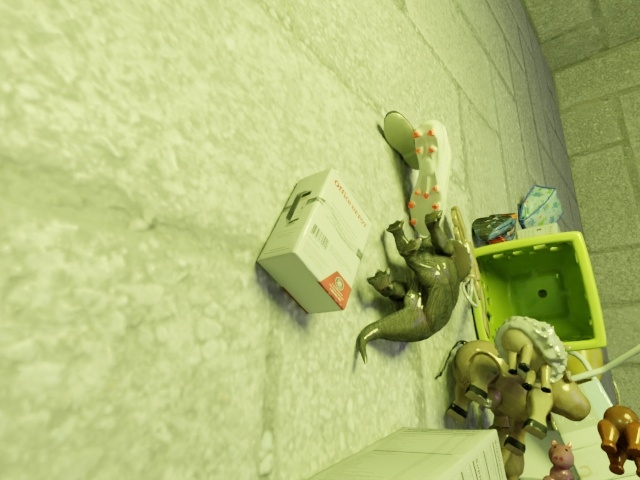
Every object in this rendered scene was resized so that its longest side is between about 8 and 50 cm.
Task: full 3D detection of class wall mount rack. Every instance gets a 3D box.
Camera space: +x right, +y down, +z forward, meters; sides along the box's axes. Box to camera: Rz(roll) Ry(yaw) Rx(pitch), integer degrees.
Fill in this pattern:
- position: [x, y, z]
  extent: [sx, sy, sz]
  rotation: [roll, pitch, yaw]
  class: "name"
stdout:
- position: [0.555, 0.331, 0.825]
  extent: [0.130, 0.304, 0.350]
  rotation: [44, 27, -44]
  class: "wall mount rack"

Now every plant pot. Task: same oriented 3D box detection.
- position: [0.466, 0.120, 0.951]
  extent: [0.207, 0.228, 0.227]
  rotation: [13, 68, -57]
  class: "plant pot"
- position: [0.836, 0.407, 1.400]
  extent: [0.134, 0.134, 0.095]
  rotation: [44, 37, -36]
  class: "plant pot"

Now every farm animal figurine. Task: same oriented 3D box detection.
- position: [0.350, 0.284, 0.748]
  extent: [0.326, 0.330, 0.172]
  rotation: [40, 45, 1]
  class: "farm animal figurine"

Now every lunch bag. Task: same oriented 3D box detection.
- position: [0.719, -0.086, 1.458]
  extent: [0.151, 0.096, 0.129]
  rotation: [-53, 125, -12]
  class: "lunch bag"

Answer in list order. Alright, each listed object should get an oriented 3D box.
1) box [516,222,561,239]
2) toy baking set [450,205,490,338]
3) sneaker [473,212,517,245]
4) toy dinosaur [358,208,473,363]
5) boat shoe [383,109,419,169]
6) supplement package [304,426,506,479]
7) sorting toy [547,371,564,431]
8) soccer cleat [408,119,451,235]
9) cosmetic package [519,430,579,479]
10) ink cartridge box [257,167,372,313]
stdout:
- position: [0.683, 0.077, 1.331]
  extent: [0.182, 0.119, 0.181]
  rotation: [46, 45, -34]
  class: "box"
- position: [0.279, 0.054, 0.842]
  extent: [0.196, 0.030, 0.257]
  rotation: [7, 68, -65]
  class: "toy baking set"
- position: [0.438, -0.018, 1.076]
  extent: [0.221, 0.083, 0.087]
  rotation: [-12, 96, -50]
  class: "sneaker"
- position: [0.154, 0.063, 0.638]
  extent: [0.160, 0.121, 0.314]
  rotation: [51, 40, -20]
  class: "toy dinosaur"
- position: [0.151, -0.181, 0.773]
  extent: [0.137, 0.049, 0.043]
  rotation: [42, 45, -40]
  class: "boat shoe"
- position: [0.102, 0.300, 0.472]
  extent: [0.244, 0.139, 0.134]
  rotation: [7, 71, -51]
  class: "supplement package"
- position: [0.719, 0.482, 1.319]
  extent: [0.307, 0.041, 0.229]
  rotation: [37, 47, -41]
  class: "sorting toy"
- position: [0.194, -0.106, 0.754]
  extent: [0.076, 0.068, 0.197]
  rotation: [-18, 112, -46]
  class: "soccer cleat"
- position: [0.574, 0.546, 0.942]
  extent: [0.138, 0.223, 0.225]
  rotation: [-43, 113, -50]
  class: "cosmetic package"
- position: [0.000, 0.000, 0.505]
  extent: [0.099, 0.056, 0.135]
  rotation: [51, 43, -30]
  class: "ink cartridge box"
